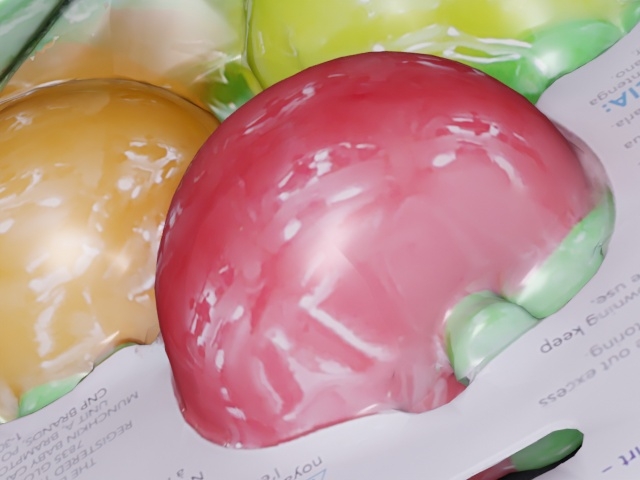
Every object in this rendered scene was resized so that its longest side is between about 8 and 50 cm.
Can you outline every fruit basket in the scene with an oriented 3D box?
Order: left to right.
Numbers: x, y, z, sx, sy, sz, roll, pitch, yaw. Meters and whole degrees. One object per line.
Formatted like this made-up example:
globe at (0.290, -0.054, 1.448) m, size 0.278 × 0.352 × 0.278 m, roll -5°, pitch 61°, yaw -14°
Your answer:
fruit basket at (0.000, 0.000, 0.555) m, size 0.327 × 0.165 × 0.353 m, roll -33°, pitch 35°, yaw 4°

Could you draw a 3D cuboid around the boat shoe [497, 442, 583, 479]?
boat shoe at (0.046, 0.073, 0.577) m, size 0.233 × 0.084 × 0.079 m, roll -31°, pitch 57°, yaw 53°
